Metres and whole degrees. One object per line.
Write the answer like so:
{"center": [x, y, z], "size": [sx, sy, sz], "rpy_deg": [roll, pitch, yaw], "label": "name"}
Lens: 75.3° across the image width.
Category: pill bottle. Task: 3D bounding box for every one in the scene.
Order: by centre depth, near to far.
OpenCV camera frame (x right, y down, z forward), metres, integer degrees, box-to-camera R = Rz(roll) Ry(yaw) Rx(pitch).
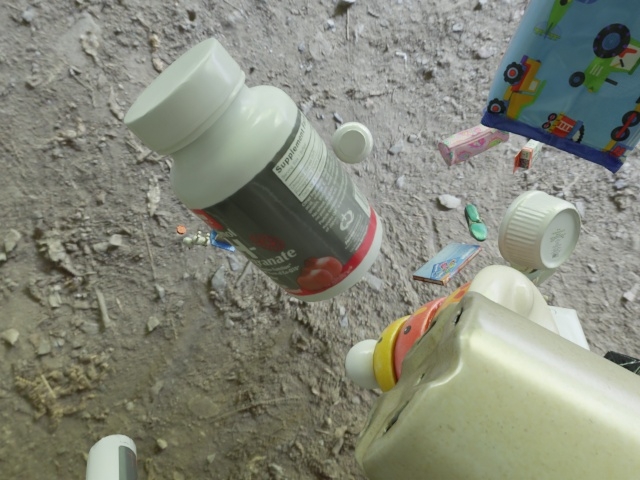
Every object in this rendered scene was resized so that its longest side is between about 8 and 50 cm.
{"center": [-0.069, -0.073, 0.519], "size": [0.176, 0.176, 0.318], "rpy_deg": [-37, 127, 9], "label": "pill bottle"}
{"center": [0.115, -0.356, 1.517], "size": [0.146, 0.264, 0.146], "rpy_deg": [1, 103, 3], "label": "pill bottle"}

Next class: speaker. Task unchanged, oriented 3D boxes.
{"center": [-0.225, 0.268, 0.447], "size": [0.055, 0.136, 0.055], "rpy_deg": [-2, 96, -26], "label": "speaker"}

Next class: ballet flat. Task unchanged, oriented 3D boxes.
{"center": [0.652, -0.061, 1.748], "size": [0.074, 0.074, 0.203], "rpy_deg": [-10, 51, 8], "label": "ballet flat"}

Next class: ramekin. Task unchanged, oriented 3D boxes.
{"center": [0.579, -0.021, 1.085], "size": [0.207, 0.109, 0.207], "rpy_deg": [-11, 112, -28], "label": "ramekin"}

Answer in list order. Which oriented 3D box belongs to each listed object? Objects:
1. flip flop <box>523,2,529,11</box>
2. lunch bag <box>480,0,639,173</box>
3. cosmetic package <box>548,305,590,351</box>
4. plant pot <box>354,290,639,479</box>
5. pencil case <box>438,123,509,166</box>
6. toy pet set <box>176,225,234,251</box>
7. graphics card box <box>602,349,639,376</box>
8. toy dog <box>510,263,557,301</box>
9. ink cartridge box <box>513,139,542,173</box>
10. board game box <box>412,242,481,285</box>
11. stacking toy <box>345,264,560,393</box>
{"center": [0.764, -0.679, 1.378], "size": [0.080, 0.112, 0.277], "rpy_deg": [-32, 122, 27], "label": "flip flop"}
{"center": [0.269, -0.241, 0.424], "size": [0.138, 0.293, 0.221], "rpy_deg": [22, 126, 3], "label": "lunch bag"}
{"center": [0.693, 0.455, 1.424], "size": [0.329, 0.394, 0.328], "rpy_deg": [9, 125, 11], "label": "cosmetic package"}
{"center": [0.217, 0.225, 0.418], "size": [0.305, 0.334, 0.334], "rpy_deg": [36, 98, 10], "label": "plant pot"}
{"center": [0.639, -0.414, 1.725], "size": [0.284, 0.124, 0.124], "rpy_deg": [-23, 92, 5], "label": "pencil case"}
{"center": [-0.202, -0.030, 0.743], "size": [0.114, 0.122, 0.065], "rpy_deg": [20, 139, -26], "label": "toy pet set"}
{"center": [0.749, 0.490, 1.027], "size": [0.232, 0.094, 0.371], "rpy_deg": [-37, 108, -16], "label": "graphics card box"}
{"center": [0.872, 0.129, 1.642], "size": [0.160, 0.333, 0.220], "rpy_deg": [7, 67, 42], "label": "toy dog"}
{"center": [0.590, -0.240, 1.179], "size": [0.029, 0.063, 0.115], "rpy_deg": [28, 58, 38], "label": "ink cartridge box"}
{"center": [0.512, 0.089, 1.671], "size": [0.281, 0.145, 0.027], "rpy_deg": [-33, 114, -32], "label": "board game box"}
{"center": [0.227, 0.266, 0.887], "size": [0.479, 0.350, 0.351], "rpy_deg": [-21, 93, 44], "label": "stacking toy"}
